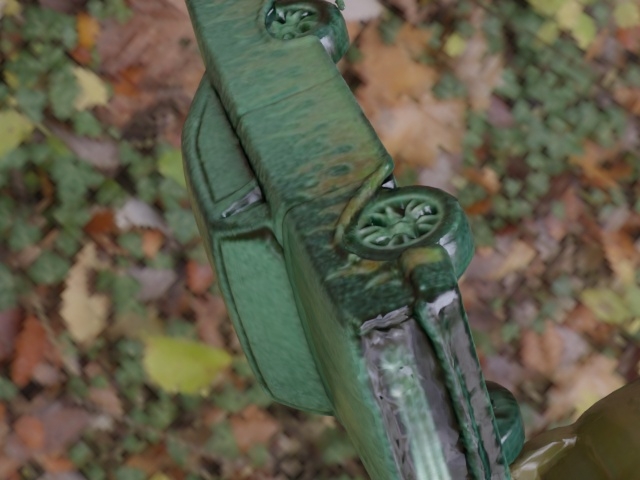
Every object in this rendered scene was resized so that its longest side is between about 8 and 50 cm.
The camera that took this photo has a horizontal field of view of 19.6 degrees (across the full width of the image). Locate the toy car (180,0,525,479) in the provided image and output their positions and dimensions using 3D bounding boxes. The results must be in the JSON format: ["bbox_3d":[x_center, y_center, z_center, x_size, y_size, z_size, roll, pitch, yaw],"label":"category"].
[{"bbox_3d":[0.000,0.000,0.799,0.097,0.321,0.141,-20,123,-4],"label":"toy car"}]

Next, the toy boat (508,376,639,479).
[{"bbox_3d":[0.282,0.173,0.790,0.445,0.136,0.162,26,101,-16],"label":"toy boat"}]
